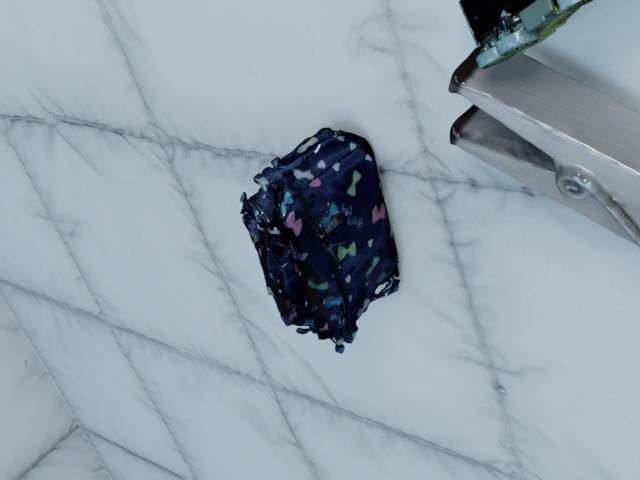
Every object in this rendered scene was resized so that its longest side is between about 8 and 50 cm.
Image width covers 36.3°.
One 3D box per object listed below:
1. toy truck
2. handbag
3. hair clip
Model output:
[{"bbox_3d":[0.181,-0.204,0.733,0.085,0.116,0.191,66,161,2],"label":"toy truck"},{"bbox_3d":[0.000,0.000,1.127,0.113,0.162,0.260,19,141,37],"label":"handbag"},{"bbox_3d":[0.259,-0.053,0.826,0.330,0.085,0.101,33,147,20],"label":"hair clip"}]
